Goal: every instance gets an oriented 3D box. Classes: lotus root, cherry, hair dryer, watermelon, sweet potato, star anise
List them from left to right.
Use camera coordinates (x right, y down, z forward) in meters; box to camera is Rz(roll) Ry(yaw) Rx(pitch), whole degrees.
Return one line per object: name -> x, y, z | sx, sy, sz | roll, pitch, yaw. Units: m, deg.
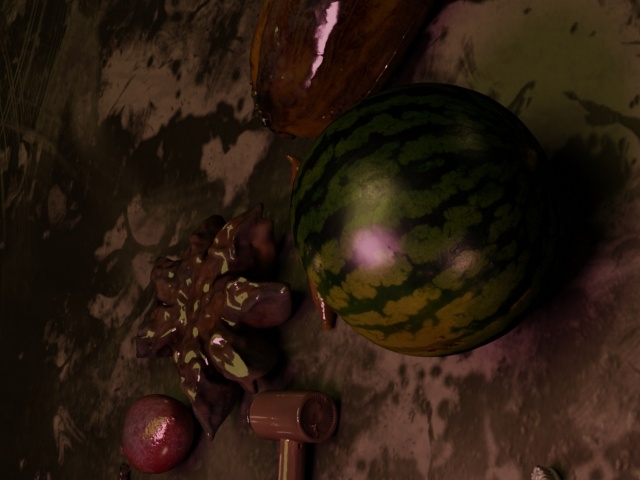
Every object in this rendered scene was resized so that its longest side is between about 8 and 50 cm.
cherry -> -0.240, 0.274, 2.048 | 0.225, 0.090, 0.107 | -36, 63, 51
star anise -> -0.144, 0.103, 1.960 | 0.315, 0.108, 0.315 | -19, 62, 39
hair dryer -> -0.039, 0.271, 1.811 | 0.117, 0.064, 0.182 | -8, 77, 52
sweet potato -> 0.006, -0.003, 1.854 | 0.068, 0.068, 0.226 | -16, 83, 49
lotus root -> 0.032, -0.303, 1.820 | 0.397, 0.179, 0.196 | -58, 42, 22
watermelon -> 0.109, -0.020, 1.541 | 0.285, 0.285, 0.285 | -22, 61, 46

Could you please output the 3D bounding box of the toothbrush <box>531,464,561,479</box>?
toothbrush -> 0.258, 0.345, 1.422 | 0.025, 0.029, 0.307 | -39, 49, 27
